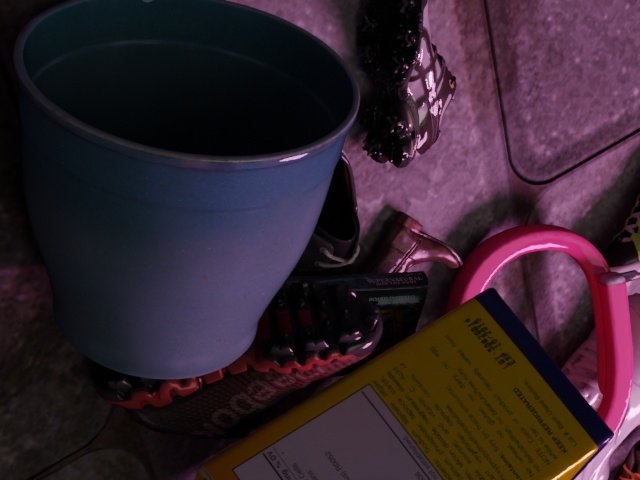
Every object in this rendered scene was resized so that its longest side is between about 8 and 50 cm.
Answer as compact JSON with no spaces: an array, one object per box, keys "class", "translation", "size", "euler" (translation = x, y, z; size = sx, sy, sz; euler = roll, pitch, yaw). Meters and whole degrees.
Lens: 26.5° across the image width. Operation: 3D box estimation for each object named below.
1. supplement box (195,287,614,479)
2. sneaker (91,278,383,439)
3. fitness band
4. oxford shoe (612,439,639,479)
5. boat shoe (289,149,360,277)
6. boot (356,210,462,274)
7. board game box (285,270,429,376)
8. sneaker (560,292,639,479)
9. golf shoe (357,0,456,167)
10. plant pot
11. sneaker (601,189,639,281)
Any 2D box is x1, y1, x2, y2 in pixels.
[{"class":"supplement box","translation":[0.071,0.238,1.330],"size":[0.357,0.194,0.195],"euler":[-29,159,-24]},{"class":"sneaker","translation":[-0.068,0.119,1.283],"size":[0.276,0.097,0.135],"euler":[-15,137,9]},{"class":"fitness band","translation":[0.248,0.126,1.541],"size":[0.209,0.054,0.290],"euler":[-10,103,-12]},{"class":"oxford shoe","translation":[0.385,0.329,1.692],"size":[0.364,0.130,0.132],"euler":[-43,130,-16]},{"class":"boat shoe","translation":[0.000,0.000,1.346],"size":[0.084,0.079,0.233],"euler":[-23,125,-29]},{"class":"boot","translation":[0.087,0.040,1.452],"size":[0.106,0.037,0.114],"euler":[35,84,-27]},{"class":"board game box","translation":[0.008,0.087,1.366],"size":[0.186,0.026,0.126],"euler":[-2,131,-19]},{"class":"sneaker","translation":[0.317,0.201,1.638],"size":[0.152,0.114,0.305],"euler":[20,97,-40]},{"class":"golf shoe","translation":[0.089,-0.173,1.347],"size":[0.094,0.077,0.198],"euler":[-22,129,-40]},{"class":"plant pot","translation":[-0.126,-0.035,1.137],"size":[0.272,0.271,0.255],"euler":[-12,131,-32]},{"class":"sneaker","translation":[0.399,-0.038,1.636],"size":[0.235,0.084,0.097],"euler":[-36,103,-19]}]
